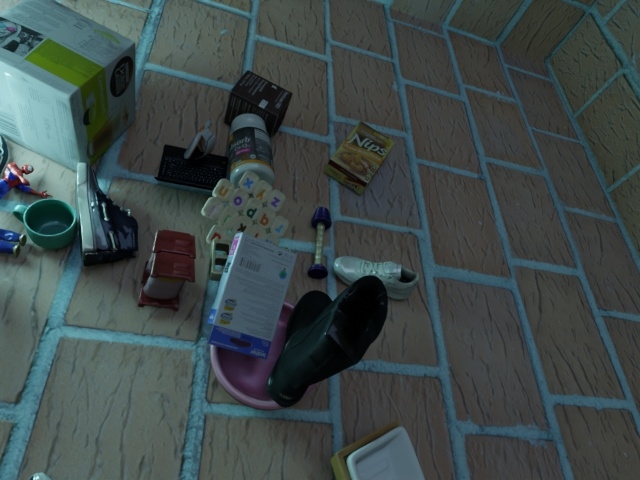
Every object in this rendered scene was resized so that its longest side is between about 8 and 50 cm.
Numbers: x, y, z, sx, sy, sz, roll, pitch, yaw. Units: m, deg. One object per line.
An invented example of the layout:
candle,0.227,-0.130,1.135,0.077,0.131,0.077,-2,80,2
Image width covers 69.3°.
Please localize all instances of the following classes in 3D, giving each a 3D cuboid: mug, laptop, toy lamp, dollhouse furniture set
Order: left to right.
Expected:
mug,-0.782,-0.050,1.337,0.158,0.097,0.129,46,53,12
laptop,-0.434,-0.253,1.594,0.234,0.137,0.265,10,55,-17
dollhouse furniture set,-0.322,0.105,1.366,0.373,0.201,0.152,9,54,-24
toy lamp,0.000,0.000,1.638,0.080,0.080,0.275,12,54,-15

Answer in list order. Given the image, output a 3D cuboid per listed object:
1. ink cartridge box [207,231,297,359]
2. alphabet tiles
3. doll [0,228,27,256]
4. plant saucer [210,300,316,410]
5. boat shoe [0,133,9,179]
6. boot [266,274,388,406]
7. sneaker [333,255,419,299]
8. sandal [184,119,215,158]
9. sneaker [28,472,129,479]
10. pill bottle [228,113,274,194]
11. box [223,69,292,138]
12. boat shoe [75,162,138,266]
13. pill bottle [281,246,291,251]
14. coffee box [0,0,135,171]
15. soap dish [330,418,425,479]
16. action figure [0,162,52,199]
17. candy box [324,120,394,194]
ink cartridge box,-0.192,0.153,1.284,0.185,0.065,0.311,23,71,-28
alphabet tiles,-0.243,-0.074,1.528,0.284,0.021,0.278,34,74,-28
doll,-0.931,-0.006,1.278,0.188,0.046,0.129,16,54,-12
plant saucer,-0.156,0.327,1.347,0.331,0.084,0.332,10,55,-15
boat shoe,-1.005,-0.245,1.389,0.095,0.079,0.255,4,56,-19
boot,0.023,0.199,1.170,0.146,0.445,0.367,24,52,-6
sneaker,0.198,0.103,1.603,0.304,0.152,0.114,17,55,-10
sandal,-0.415,-0.362,1.675,0.076,0.102,0.265,33,30,-17
sneaker,-0.514,0.571,1.028,0.235,0.094,0.153,43,51,9
pill bottle,-0.257,-0.320,1.696,0.162,0.162,0.279,3,56,-21
box,-0.249,-0.526,1.836,0.203,0.167,0.169,26,52,-4
boat shoe,-0.652,-0.083,1.411,0.158,0.127,0.341,-3,67,-32
pill bottle,-0.157,0.057,1.534,0.116,0.065,0.065,-4,59,-33
coffee box,-0.823,-0.491,1.467,0.338,0.338,0.335,26,51,-4
soap dish,0.163,0.648,1.195,0.228,0.118,0.291,-11,74,-37
action figure,-0.892,-0.134,1.332,0.138,0.092,0.280,18,39,-6
candy box,0.168,-0.351,1.938,0.182,0.088,0.316,33,52,2
